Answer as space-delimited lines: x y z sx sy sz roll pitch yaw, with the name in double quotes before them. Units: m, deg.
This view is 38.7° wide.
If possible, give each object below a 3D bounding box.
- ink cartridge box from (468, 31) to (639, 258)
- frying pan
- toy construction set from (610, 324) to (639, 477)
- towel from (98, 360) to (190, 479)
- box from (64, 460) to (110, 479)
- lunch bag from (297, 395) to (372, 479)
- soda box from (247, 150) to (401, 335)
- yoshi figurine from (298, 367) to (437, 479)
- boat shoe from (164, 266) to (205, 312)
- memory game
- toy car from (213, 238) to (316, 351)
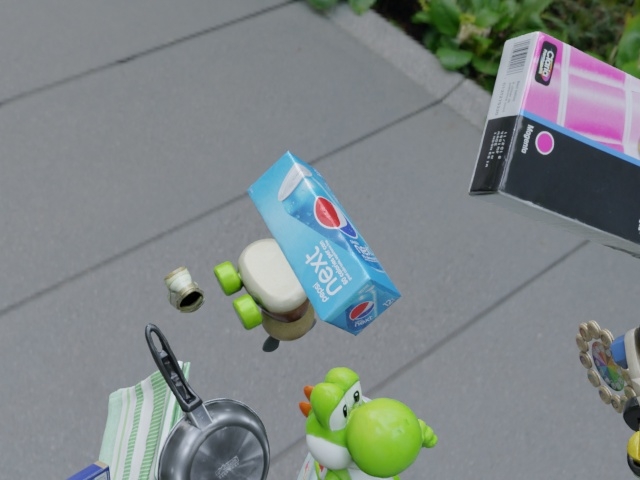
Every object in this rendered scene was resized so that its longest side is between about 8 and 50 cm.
"ink cartridge box" 0.343 -0.080 1.014 0.371 0.069 0.176 18 83 -27
"frying pan" -0.154 0.272 1.356 0.197 0.326 0.053 -7 9 -37
"toy construction set" 0.461 0.232 0.986 0.308 0.257 0.237 -9 37 31
"towel" -0.363 0.385 1.809 0.038 0.325 0.248 22 58 -30
"box" -0.460 0.498 1.597 0.036 0.136 0.225 13 24 34
"lunch bag" 0.034 0.438 1.733 0.107 0.279 0.224 24 3 -4
"soda box" 0.000 0.000 1.006 0.067 0.071 0.210 30 22 -50
"yoshi figurine" 0.080 0.351 1.357 0.203 0.362 0.204 -9 36 6
"boat shoe" -0.214 0.091 1.471 0.056 0.153 0.048 -32 70 -15
"memory game" 0.521 0.232 1.663 0.012 0.186 0.186 -21 53 -11
"toy car" -0.062 0.101 1.456 0.155 0.188 0.149 -26 50 -11
